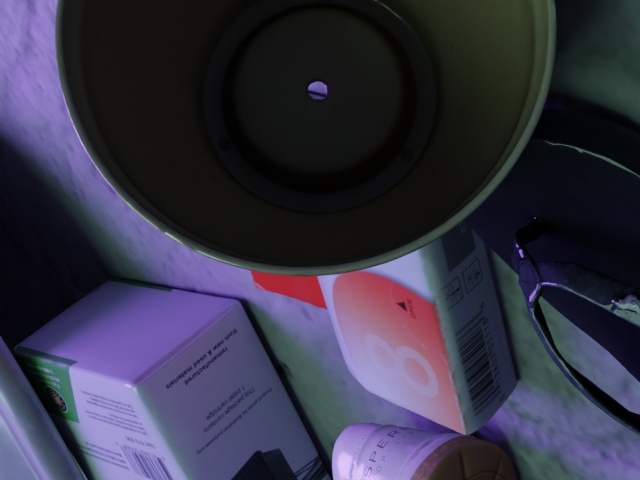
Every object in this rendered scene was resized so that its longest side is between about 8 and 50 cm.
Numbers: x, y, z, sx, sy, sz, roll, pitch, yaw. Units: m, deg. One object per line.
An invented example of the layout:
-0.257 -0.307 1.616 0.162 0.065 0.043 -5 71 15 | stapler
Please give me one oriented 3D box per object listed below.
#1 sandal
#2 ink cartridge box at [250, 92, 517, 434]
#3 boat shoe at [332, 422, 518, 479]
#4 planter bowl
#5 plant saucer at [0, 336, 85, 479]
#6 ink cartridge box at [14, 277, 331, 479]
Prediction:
0.140 0.047 0.521 0.254 0.054 0.097 44 150 10 | sandal
0.000 0.000 0.670 0.179 0.045 0.145 17 136 40 | ink cartridge box
0.067 0.210 0.771 0.096 0.098 0.277 16 127 45 | boat shoe
-0.002 -0.062 0.513 0.162 0.162 0.109 45 177 8 | planter bowl
-0.292 0.085 1.013 0.400 0.101 0.400 49 160 25 | plant saucer
-0.076 0.136 0.878 0.153 0.087 0.208 7 128 51 | ink cartridge box
